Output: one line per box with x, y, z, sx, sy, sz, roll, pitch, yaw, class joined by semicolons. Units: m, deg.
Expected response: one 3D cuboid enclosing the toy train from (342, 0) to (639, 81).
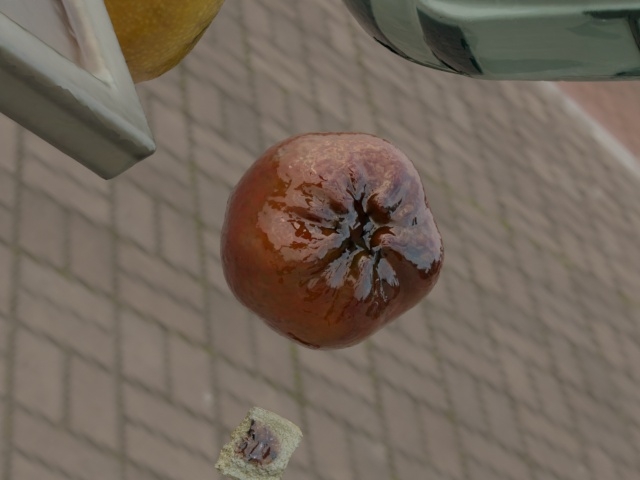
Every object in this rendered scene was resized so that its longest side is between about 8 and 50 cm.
0.158;-0.128;0.987;0.086;0.407;0.088;56;49;-38;toy train

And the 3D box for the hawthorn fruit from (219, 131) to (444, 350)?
0.000;0.000;1.864;0.224;0.224;0.261;35;-11;-15;hawthorn fruit

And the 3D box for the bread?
-0.062;0.218;1.937;0.070;0.083;0.035;31;-2;-23;bread

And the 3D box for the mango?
-0.098;-0.210;1.232;0.120;0.295;0.177;37;53;-3;mango

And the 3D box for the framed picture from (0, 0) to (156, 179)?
-0.150;-0.149;0.406;0.289;0.020;0.211;34;28;-54;framed picture
